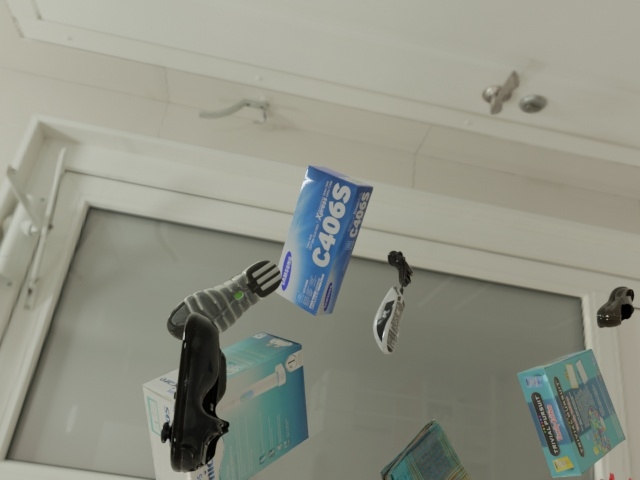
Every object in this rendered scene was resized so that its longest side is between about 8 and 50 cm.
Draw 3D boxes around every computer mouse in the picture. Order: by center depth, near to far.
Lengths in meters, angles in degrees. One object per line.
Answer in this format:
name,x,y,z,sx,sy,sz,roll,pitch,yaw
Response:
computer mouse,0.134,0.124,1.082,0.106,0.042,0.193,51,-129,-55

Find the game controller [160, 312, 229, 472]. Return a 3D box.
game controller,-0.152,0.196,0.712,0.319,0.067,0.167,113,151,-70

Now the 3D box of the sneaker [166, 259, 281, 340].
sneaker,-0.184,0.120,1.065,0.086,0.228,0.132,63,159,-1

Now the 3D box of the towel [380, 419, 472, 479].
towel,0.332,0.698,1.477,0.271,0.370,0.040,-25,-8,-46

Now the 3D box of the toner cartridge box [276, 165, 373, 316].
toner cartridge box,0.000,0.000,1.428,0.075,0.165,0.348,-1,-67,-52

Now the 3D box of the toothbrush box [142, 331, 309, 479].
toothbrush box,-0.170,0.333,1.081,0.295,0.126,0.217,-19,-70,-47

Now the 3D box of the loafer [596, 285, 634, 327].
loafer,0.923,0.211,1.722,0.078,0.220,0.080,4,117,46

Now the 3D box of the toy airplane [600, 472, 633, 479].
toy airplane,0.978,0.819,1.821,0.151,0.028,0.151,24,117,60

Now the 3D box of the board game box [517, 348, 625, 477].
board game box,0.662,0.437,1.470,0.079,0.336,0.254,-28,70,41
